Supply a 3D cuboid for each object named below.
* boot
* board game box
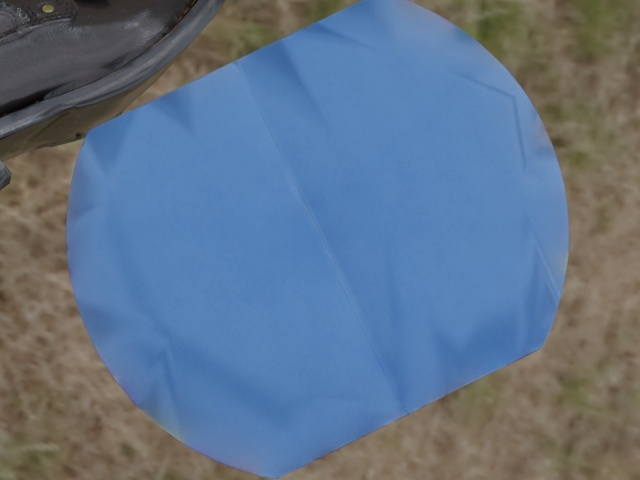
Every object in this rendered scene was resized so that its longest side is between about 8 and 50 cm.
[{"bbox_3d":[-0.183,-0.130,0.798,0.263,0.091,0.229,-40,93,-31],"label":"boot"},{"bbox_3d":[0.000,0.000,0.620,0.169,0.033,0.133,-26,85,-5],"label":"board game box"}]
